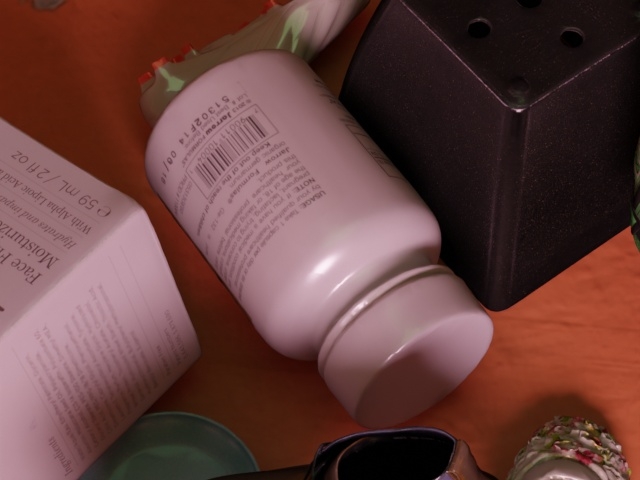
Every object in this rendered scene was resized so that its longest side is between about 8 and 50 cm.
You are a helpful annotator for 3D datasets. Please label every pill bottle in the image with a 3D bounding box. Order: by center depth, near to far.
[{"bbox_3d":[0.000,0.000,1.097,0.131,0.131,0.229,-30,61,-16],"label":"pill bottle"}]

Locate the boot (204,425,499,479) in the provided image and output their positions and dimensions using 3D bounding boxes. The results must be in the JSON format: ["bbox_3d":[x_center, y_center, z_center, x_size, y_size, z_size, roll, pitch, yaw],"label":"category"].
[{"bbox_3d":[0.002,0.137,0.978,0.219,0.106,0.082,-2,53,21],"label":"boot"}]

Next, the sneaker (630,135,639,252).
[{"bbox_3d":[0.291,-0.077,1.110,0.134,0.146,0.343,34,38,30],"label":"sneaker"}]

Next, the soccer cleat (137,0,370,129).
[{"bbox_3d":[-0.037,-0.121,1.222,0.196,0.068,0.076,-32,91,-24],"label":"soccer cleat"}]

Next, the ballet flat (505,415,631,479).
[{"bbox_3d":[0.129,0.194,1.001,0.091,0.077,0.241,13,59,11],"label":"ballet flat"}]

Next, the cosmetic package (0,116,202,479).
[{"bbox_3d":[-0.198,0.053,1.049,0.151,0.151,0.184,30,63,31],"label":"cosmetic package"}]

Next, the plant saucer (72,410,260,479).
[{"bbox_3d":[-0.092,0.161,1.064,0.119,0.021,0.119,-1,57,1],"label":"plant saucer"}]

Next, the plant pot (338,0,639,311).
[{"bbox_3d":[0.130,-0.103,1.136,0.187,0.167,0.188,-32,63,-16],"label":"plant pot"}]
